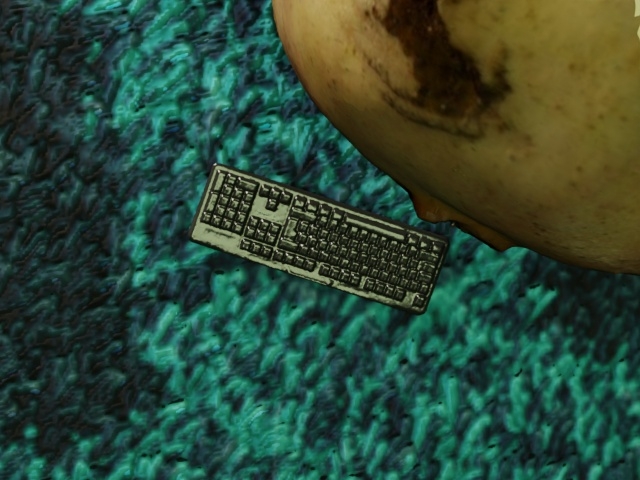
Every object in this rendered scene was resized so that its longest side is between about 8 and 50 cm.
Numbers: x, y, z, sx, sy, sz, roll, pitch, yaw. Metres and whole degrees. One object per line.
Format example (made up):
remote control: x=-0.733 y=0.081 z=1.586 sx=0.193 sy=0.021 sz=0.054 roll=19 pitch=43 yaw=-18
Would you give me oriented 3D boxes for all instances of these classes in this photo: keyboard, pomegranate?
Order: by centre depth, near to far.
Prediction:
pomegranate: x=0.128 y=-0.128 z=0.761 sx=0.322 sy=0.322 sz=0.322 roll=-2 pitch=100 yaw=-10
keyboard: x=0.000 y=0.000 z=0.915 sx=0.155 sy=0.010 sz=0.053 roll=17 pitch=97 yaw=-13
